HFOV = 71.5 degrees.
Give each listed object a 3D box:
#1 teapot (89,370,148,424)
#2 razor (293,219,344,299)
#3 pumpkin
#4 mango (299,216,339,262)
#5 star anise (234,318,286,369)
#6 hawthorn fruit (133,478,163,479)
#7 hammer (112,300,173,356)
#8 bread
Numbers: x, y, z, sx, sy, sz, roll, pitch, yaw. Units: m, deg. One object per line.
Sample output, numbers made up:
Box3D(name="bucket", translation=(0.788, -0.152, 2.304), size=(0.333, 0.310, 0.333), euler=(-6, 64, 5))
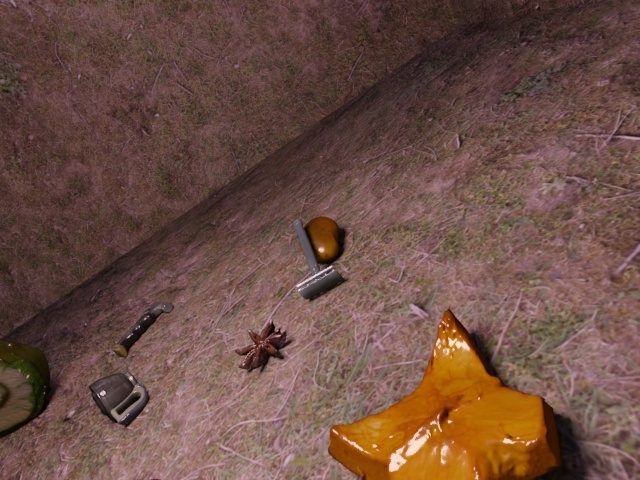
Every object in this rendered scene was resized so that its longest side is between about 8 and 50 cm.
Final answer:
Box3D(name="teapot", translation=(-0.520, 0.394, 1.149), size=(0.108, 0.111, 0.149), euler=(-35, 14, -35))
Box3D(name="razor", translation=(-0.027, 0.032, 1.136), size=(0.106, 0.068, 0.232), euler=(-29, 48, 10))
Box3D(name="pumpkin", translation=(0.163, 0.233, 0.572), size=(0.290, 0.095, 0.258), euler=(-38, 19, -15))
Box3D(name="mango", translation=(-0.003, 0.000, 1.236), size=(0.115, 0.090, 0.178), euler=(-19, 35, 15))
Box3D(name="star anise", translation=(-0.131, 0.241, 1.003), size=(0.141, 0.042, 0.141), euler=(-25, 27, 14))
Box3D(name="hawthorn fruit", translation=(-0.279, 0.475, 0.663), size=(0.163, 0.162, 0.203), euler=(-35, 42, 0))
Box3D(name="hammer", translation=(-0.623, 0.301, 1.534), size=(0.159, 0.041, 0.226), euler=(-14, 31, 40))
Box3D(name="bread", translation=(-1.089, 0.460, 1.429), size=(0.366, 0.382, 0.129), euler=(-44, 26, 11))
